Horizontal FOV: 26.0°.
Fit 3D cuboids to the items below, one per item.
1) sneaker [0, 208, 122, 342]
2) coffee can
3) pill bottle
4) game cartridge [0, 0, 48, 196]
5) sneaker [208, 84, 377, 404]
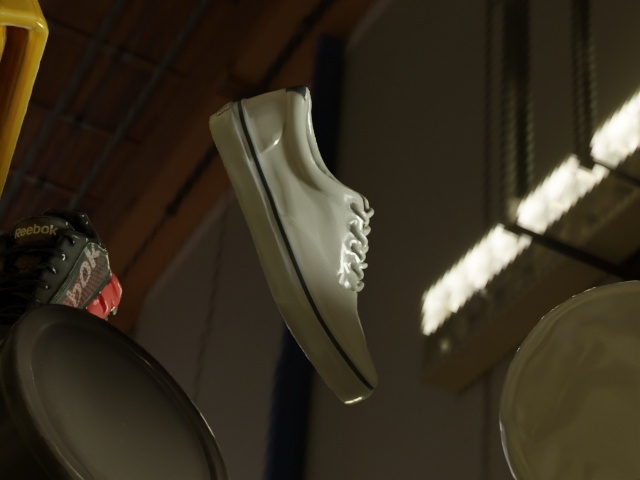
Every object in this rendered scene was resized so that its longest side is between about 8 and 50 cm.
[{"bbox_3d":[-0.265,0.054,1.264,0.276,0.097,0.135,-63,149,-63],"label":"sneaker"},{"bbox_3d":[-0.228,0.207,0.976,0.275,0.201,0.201,-41,-152,17],"label":"coffee can"},{"bbox_3d":[0.225,0.150,0.947,0.301,0.169,0.169,51,52,-64],"label":"pill bottle"},{"bbox_3d":[-0.297,-0.134,1.099,0.285,0.053,0.323,-66,-149,30],"label":"game cartridge"},{"bbox_3d":[0.000,0.000,1.085,0.091,0.258,0.094,-23,-179,8],"label":"sneaker"}]
